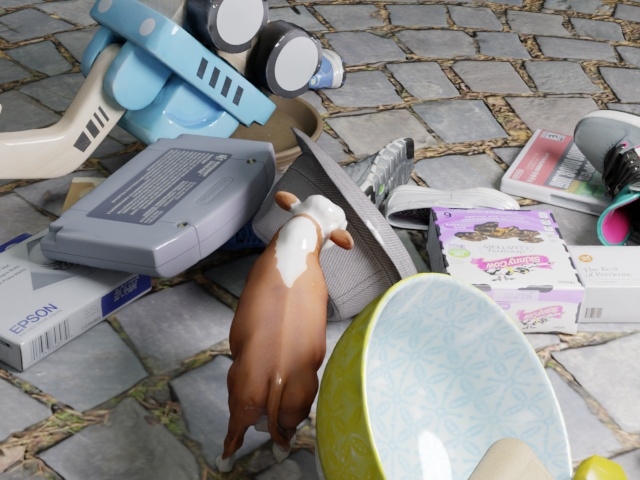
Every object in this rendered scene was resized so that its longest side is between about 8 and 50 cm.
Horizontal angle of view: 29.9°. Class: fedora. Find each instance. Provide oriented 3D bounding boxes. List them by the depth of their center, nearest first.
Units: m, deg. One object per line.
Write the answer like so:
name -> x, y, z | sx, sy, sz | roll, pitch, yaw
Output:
fedora -> 0.000, 0.000, 1.449 | 0.124, 0.244, 0.275 | -36, 47, -7

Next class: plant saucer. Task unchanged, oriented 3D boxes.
plant saucer -> -0.134, -0.173, 1.854 | 0.277, 0.041, 0.278 | 2, 30, -1

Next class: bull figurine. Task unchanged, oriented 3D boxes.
bull figurine -> -0.040, 0.092, 1.239 | 0.101, 0.188, 0.310 | 15, 42, 0

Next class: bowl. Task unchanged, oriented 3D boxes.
bowl -> 0.088, 0.191, 1.119 | 0.156, 0.289, 0.289 | -29, 7, 40

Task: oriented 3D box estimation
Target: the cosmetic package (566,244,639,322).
cosmetic package -> 0.433, 0.053, 1.512 | 0.239, 0.060, 0.099 | 0, 30, -6

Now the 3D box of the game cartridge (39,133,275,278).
game cartridge -> -0.185, -0.048, 1.499 | 0.198, 0.062, 0.297 | 12, 34, 23

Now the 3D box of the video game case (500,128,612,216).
video game case -> 0.433, -0.090, 1.790 | 0.285, 0.025, 0.204 | 16, 33, 19

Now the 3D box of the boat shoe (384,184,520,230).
boat shoe -> 0.178, -0.037, 1.638 | 0.184, 0.066, 0.063 | 10, 42, 9

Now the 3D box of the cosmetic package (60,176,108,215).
cosmetic package -> -0.313, -0.041, 1.610 | 0.060, 0.041, 0.115 | 1, 31, -4

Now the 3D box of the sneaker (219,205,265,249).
sneaker -> -0.076, -0.011, 1.568 | 0.152, 0.058, 0.084 | -8, 23, -31

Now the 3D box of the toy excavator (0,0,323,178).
toy excavator -> -0.270, -0.203, 1.667 | 0.222, 0.445, 0.433 | 32, -1, 40

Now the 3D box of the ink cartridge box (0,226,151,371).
ink cartridge box -> -0.359, 0.051, 1.447 | 0.224, 0.045, 0.223 | 21, 35, 27

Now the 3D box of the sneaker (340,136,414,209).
sneaker -> 0.040, -0.097, 1.703 | 0.132, 0.086, 0.228 | 15, 33, 23

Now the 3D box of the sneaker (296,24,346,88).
sneaker -> -0.049, -0.319, 2.071 | 0.081, 0.080, 0.211 | -18, 35, -37

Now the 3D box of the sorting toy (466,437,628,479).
sorting toy -> 0.216, 0.277, 1.022 | 0.229, 0.041, 0.307 | 49, 40, 0

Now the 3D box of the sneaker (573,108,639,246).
sneaker -> 0.422, -0.067, 1.632 | 0.178, 0.124, 0.295 | -24, 47, -33

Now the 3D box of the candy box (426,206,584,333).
candy box -> 0.228, 0.035, 1.510 | 0.164, 0.070, 0.196 | 2, 30, -4
